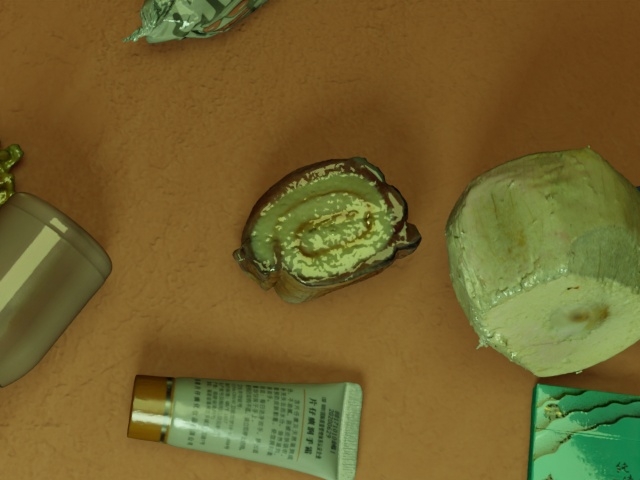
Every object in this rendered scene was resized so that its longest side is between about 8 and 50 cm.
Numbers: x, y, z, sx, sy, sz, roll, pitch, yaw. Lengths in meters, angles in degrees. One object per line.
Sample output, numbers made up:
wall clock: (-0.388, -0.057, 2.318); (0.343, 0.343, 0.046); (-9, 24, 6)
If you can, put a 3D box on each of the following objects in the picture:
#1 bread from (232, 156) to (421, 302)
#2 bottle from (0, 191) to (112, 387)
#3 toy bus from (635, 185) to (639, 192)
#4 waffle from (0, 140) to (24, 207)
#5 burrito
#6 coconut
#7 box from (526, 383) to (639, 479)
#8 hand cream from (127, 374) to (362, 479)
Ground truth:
bread: (-0.007, -0.010, 1.925); (0.244, 0.123, 0.190); (-23, 72, -11)
bottle: (-0.441, 0.087, 1.841); (0.206, 0.173, 0.297); (33, 75, 12)
toy bus: (0.479, 0.028, 1.941); (0.079, 0.094, 0.236); (-10, 60, 3)
waffle: (-0.541, -0.071, 1.951); (0.238, 0.059, 0.243); (14, 73, -2)
burrito: (-0.116, -0.416, 2.069); (0.139, 0.101, 0.445); (43, 72, 5)
coconut: (0.308, 0.015, 1.853); (0.297, 0.297, 0.254); (-8, 53, -7)
box: (0.362, 0.315, 1.880); (0.161, 0.042, 0.226); (8, 71, -2)
hand cream: (-0.098, 0.234, 1.856); (0.314, 0.089, 0.139); (10, 72, -5)
